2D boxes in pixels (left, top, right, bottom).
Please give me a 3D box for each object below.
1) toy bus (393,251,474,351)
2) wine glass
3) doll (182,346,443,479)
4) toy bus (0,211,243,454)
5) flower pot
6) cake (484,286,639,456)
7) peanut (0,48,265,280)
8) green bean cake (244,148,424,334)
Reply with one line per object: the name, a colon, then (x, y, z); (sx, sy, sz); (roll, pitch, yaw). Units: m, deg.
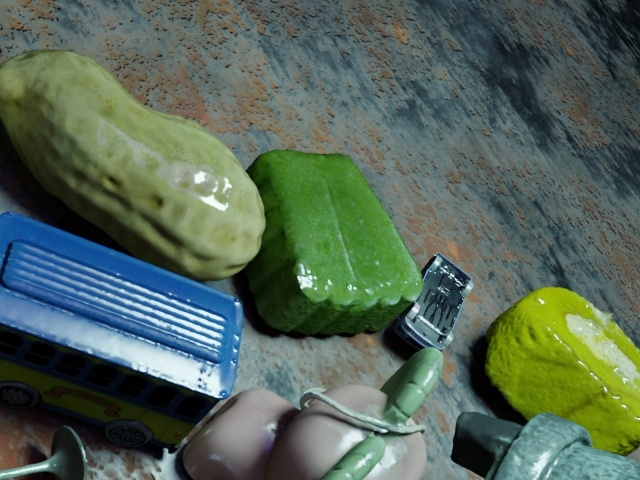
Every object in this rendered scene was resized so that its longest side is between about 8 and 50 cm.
toy bus: (0.152, 0.095, 1.661); (0.073, 0.076, 0.167); (39, 41, -6)
wine glass: (-0.337, 0.236, 1.193); (0.195, 0.079, 0.079); (-5, 60, -39)
doll: (0.003, 0.227, 1.307); (0.216, 0.268, 0.284); (44, 42, -1)
toy bus: (-0.247, 0.105, 1.291); (0.287, 0.175, 0.138); (22, 47, -20)
flower pot: (0.265, 0.342, 1.373); (0.282, 0.299, 0.299); (19, 34, 29)
cake: (0.352, 0.186, 1.679); (0.260, 0.156, 0.179); (48, 27, -2)
peanut: (-0.232, -0.100, 1.470); (0.387, 0.169, 0.192); (37, 38, -5)
green bean cake: (0.000, 0.000, 1.595); (0.222, 0.125, 0.248); (2, 58, -37)
